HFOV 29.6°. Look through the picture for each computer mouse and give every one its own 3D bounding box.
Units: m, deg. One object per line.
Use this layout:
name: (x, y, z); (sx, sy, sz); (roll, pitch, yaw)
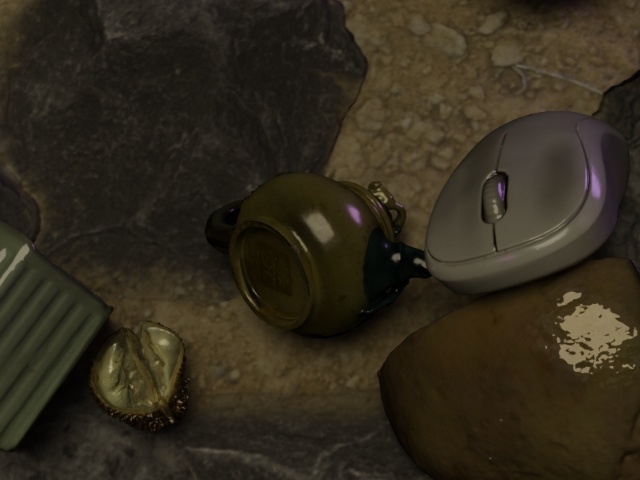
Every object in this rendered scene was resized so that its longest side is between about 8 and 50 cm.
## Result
computer mouse: (0.203, -0.053, 1.168); (0.184, 0.297, 0.121); (-14, 102, 32)

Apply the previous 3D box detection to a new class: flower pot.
flower pot: (-0.353, 0.088, 1.256); (0.209, 0.239, 0.189); (18, 68, 49)

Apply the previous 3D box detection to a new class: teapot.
teapot: (0.000, 0.000, 1.266); (0.269, 0.173, 0.182); (20, 35, 41)

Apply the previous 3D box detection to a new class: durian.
durian: (-0.177, 0.155, 1.266); (0.110, 0.071, 0.140); (-33, 50, -9)

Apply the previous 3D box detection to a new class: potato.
potato: (0.185, 0.159, 1.121); (0.264, 0.189, 0.211); (-11, 64, 7)
